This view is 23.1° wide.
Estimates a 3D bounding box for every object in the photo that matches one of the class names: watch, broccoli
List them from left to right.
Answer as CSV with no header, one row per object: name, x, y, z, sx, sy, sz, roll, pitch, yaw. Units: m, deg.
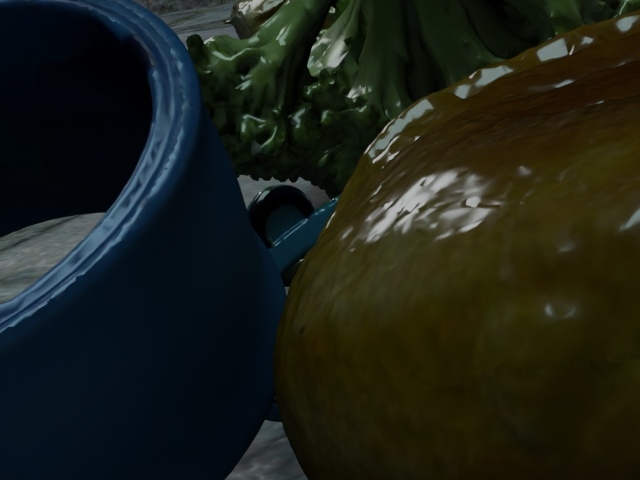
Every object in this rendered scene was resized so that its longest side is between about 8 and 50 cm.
watch,-0.161,0.039,0.598,0.275,0.241,0.305,-10,45,9
broccoli,0.099,-0.220,1.119,0.275,0.397,0.353,23,24,23

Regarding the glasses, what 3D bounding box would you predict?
glasses,0.017,0.033,0.822,0.239,0.102,0.207,-22,-11,-31

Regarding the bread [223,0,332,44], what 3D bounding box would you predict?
bread,0.038,-0.176,1.399,0.246,0.176,0.195,-28,4,-2

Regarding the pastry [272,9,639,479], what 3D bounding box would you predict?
pastry,0.142,0.002,0.588,0.356,0.163,0.356,-16,19,6
